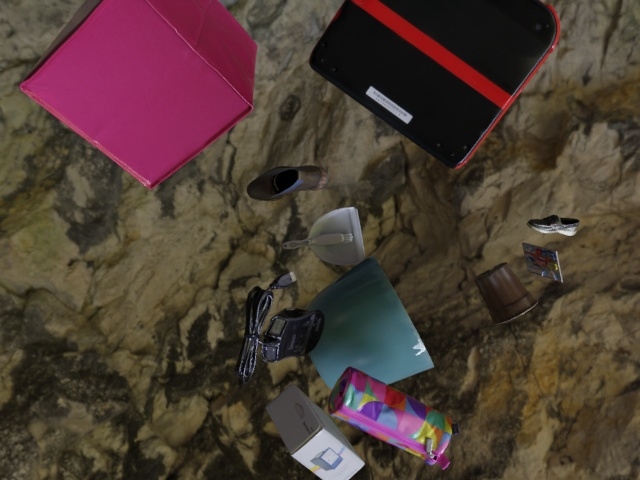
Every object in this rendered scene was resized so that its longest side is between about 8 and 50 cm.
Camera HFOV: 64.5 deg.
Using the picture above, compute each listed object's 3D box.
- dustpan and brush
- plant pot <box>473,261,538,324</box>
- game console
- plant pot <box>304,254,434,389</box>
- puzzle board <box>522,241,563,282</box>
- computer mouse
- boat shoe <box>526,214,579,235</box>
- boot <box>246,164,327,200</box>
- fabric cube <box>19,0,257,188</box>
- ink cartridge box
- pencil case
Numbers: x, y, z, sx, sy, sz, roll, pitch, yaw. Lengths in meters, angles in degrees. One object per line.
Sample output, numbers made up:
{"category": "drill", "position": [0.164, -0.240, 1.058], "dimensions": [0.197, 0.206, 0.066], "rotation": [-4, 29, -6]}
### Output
{"category": "dustpan and brush", "position": [0.000, 0.000, 1.313], "dimensions": [0.211, 0.147, 0.060], "rotation": [-8, -175, 32]}
{"category": "plant pot", "position": [0.619, 0.174, 1.727], "dimensions": [0.167, 0.165, 0.167], "rotation": [-29, 173, -4]}
{"category": "game console", "position": [0.218, -0.381, 0.985], "dimensions": [0.387, 0.342, 0.060], "rotation": [36, -162, 1]}
{"category": "plant pot", "position": [0.090, 0.216, 1.188], "dimensions": [0.235, 0.293, 0.293], "rotation": [-29, -147, 2]}
{"category": "puzzle board", "position": [0.620, 0.061, 1.423], "dimensions": [0.011, 0.096, 0.128], "rotation": [-23, -162, -15]}
{"category": "computer mouse", "position": [-0.070, 0.136, 0.926], "dimensions": [0.060, 0.183, 0.262], "rotation": [18, -168, 28]}
{"category": "boat shoe", "position": [0.646, -0.049, 1.407], "dimensions": [0.152, 0.049, 0.056], "rotation": [4, -148, -16]}
{"category": "boot", "position": [-0.104, -0.138, 1.179], "dimensions": [0.219, 0.082, 0.106], "rotation": [-10, 178, 28]}
{"category": "fabric cube", "position": [-0.284, -0.300, 0.861], "dimensions": [0.254, 0.259, 0.258], "rotation": [-30, -142, 22]}
{"category": "ink cartridge box", "position": [-0.013, 0.446, 1.159], "dimensions": [0.093, 0.212, 0.154], "rotation": [-40, -142, -7]}
{"category": "pencil case", "position": [0.132, 0.325, 0.939], "dimensions": [0.237, 0.104, 0.104], "rotation": [27, -143, -1]}
